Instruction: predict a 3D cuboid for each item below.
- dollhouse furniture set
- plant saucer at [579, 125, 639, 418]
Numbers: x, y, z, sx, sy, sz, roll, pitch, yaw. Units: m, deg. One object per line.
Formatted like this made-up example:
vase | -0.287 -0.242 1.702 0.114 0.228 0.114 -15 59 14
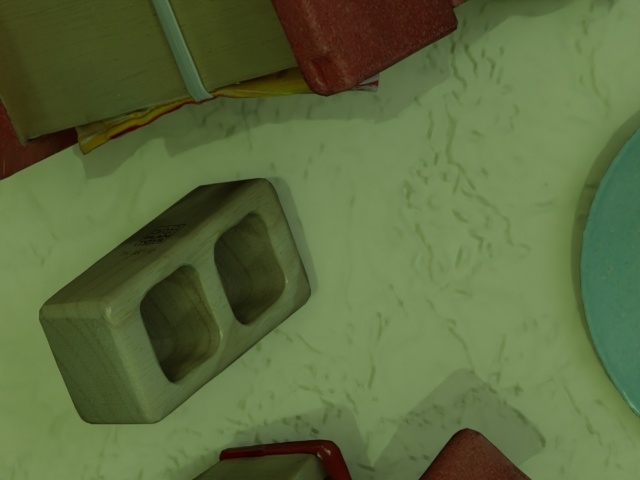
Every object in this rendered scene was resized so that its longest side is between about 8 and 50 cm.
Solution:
dollhouse furniture set | 0.000 0.000 0.744 0.201 0.152 0.374 -9 110 40
plant saucer | 0.209 0.014 0.790 0.195 0.037 0.195 6 108 17
